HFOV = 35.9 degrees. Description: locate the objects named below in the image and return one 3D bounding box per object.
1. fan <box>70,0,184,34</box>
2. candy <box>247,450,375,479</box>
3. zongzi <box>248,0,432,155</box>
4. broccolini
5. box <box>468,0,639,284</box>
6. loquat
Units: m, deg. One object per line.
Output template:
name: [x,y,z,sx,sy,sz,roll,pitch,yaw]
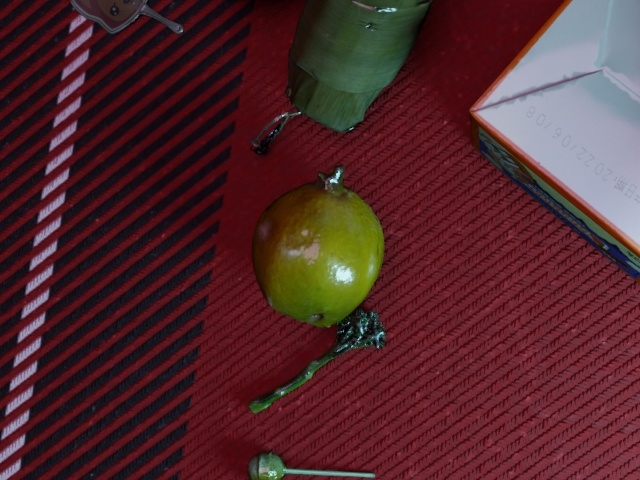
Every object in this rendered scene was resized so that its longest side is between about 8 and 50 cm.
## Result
fan: [-0.323,-0.408,1.685,0.220,0.009,0.132,32,93,13]
candy: [-0.015,0.365,1.548,0.203,0.061,0.061,2,86,4]
zongzi: [0.062,-0.352,1.567,0.182,0.418,0.447,25,131,-3]
broccolini: [-0.011,0.194,1.553,0.254,0.057,0.071,-35,37,4]
box: [0.437,-0.164,1.382,0.349,0.257,0.318,40,94,11]
loquat: [0.000,0.000,1.477,0.214,0.213,0.246,16,110,13]
